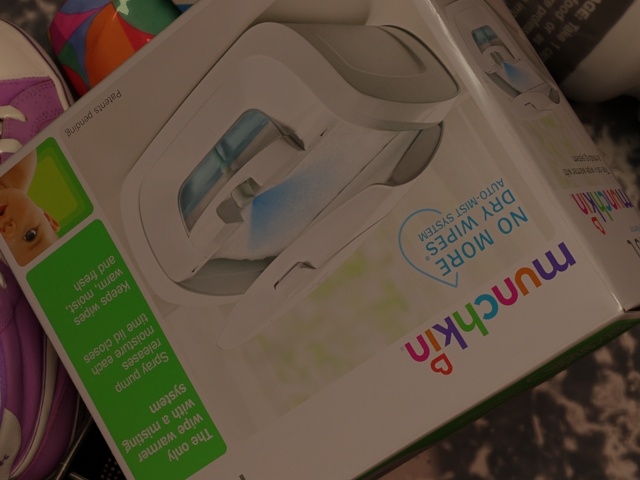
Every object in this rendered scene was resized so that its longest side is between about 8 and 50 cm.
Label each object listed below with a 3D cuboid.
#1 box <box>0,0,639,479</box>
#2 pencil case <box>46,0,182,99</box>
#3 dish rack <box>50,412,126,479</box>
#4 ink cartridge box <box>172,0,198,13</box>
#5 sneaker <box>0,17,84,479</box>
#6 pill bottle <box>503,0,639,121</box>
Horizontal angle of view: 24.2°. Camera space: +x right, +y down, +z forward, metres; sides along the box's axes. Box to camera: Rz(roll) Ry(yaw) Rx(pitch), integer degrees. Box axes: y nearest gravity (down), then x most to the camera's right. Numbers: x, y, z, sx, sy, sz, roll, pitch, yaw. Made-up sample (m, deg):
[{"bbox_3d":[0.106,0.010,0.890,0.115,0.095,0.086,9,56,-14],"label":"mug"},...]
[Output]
[{"bbox_3d":[0.000,0.000,0.736,0.262,0.127,0.231,-34,78,24],"label":"box"},{"bbox_3d":[-0.071,-0.058,0.886,0.104,0.104,0.236,-25,83,-16],"label":"pencil case"},{"bbox_3d":[-0.050,0.234,0.828,0.271,0.074,0.208,29,74,-4],"label":"dish rack"},{"bbox_3d":[0.012,-0.197,0.805,0.134,0.231,0.078,50,35,-12],"label":"ink cartridge box"},{"bbox_3d":[-0.185,-0.007,0.809,0.102,0.161,0.282,-11,77,6],"label":"sneaker"},{"bbox_3d":[0.150,-0.213,0.911,0.361,0.204,0.204,38,72,0],"label":"pill bottle"}]
